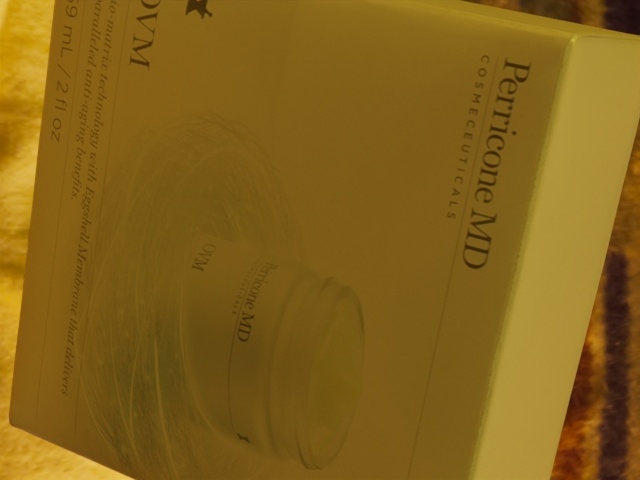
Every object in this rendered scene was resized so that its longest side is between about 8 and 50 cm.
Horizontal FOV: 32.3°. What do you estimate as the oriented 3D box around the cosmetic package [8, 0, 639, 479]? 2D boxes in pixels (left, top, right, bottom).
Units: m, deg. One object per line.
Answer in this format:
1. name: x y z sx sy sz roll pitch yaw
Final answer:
1. cosmetic package: 0.000 0.000 0.485 0.224 0.138 0.224 16 106 24
